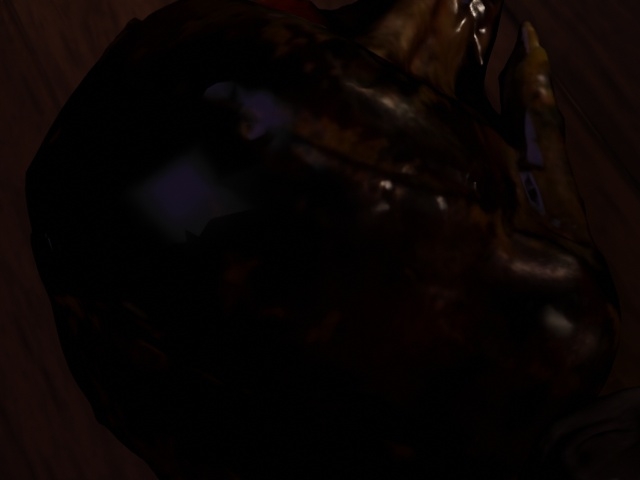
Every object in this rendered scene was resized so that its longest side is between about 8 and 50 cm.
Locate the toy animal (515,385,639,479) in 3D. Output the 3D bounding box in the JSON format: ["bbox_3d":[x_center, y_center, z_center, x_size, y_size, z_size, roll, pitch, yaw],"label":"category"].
[{"bbox_3d":[0.125,0.182,0.682,0.303,0.194,0.344,30,126,56],"label":"toy animal"}]

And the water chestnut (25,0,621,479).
[{"bbox_3d":[0.000,0.000,0.889,0.244,0.289,0.289,-25,48,-19],"label":"water chestnut"}]
